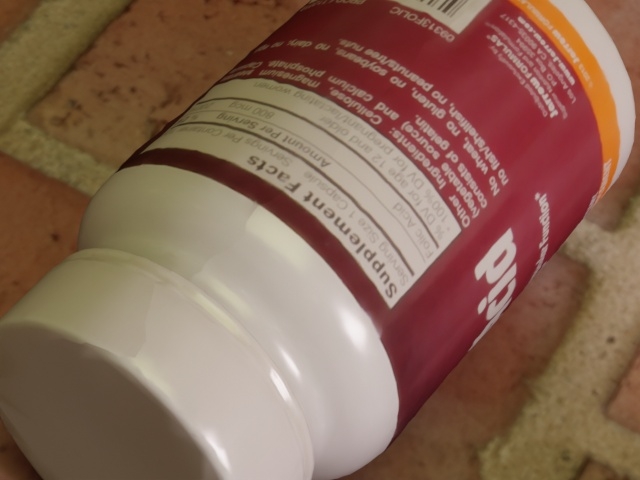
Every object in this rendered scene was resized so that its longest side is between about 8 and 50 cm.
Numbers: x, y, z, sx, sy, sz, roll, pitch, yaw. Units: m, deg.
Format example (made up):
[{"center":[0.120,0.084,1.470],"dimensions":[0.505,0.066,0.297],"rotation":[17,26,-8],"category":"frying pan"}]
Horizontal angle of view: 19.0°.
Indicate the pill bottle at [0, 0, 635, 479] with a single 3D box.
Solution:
[{"center":[0.000,0.000,1.144],"dimensions":[0.224,0.224,0.392],"rotation":[35,56,14],"category":"pill bottle"}]
